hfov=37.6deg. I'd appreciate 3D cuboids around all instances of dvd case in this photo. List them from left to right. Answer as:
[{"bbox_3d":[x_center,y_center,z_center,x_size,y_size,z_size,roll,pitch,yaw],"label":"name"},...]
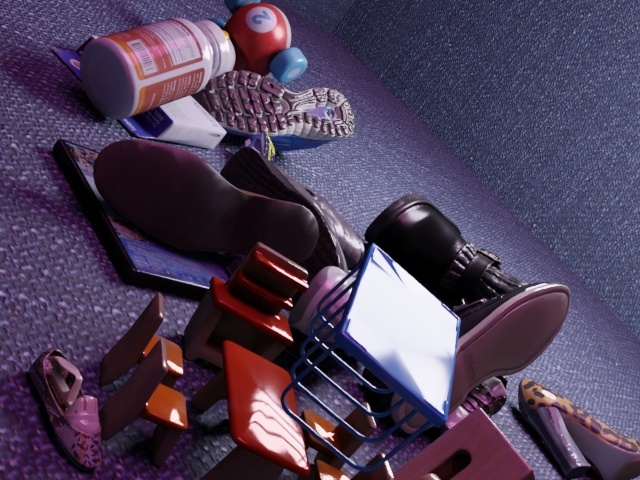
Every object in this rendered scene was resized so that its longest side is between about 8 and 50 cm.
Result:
[{"bbox_3d":[-0.213,-0.022,1.157,0.180,0.022,0.253,19,27,-48],"label":"dvd case"}]

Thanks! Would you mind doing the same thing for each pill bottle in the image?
[{"bbox_3d":[-0.243,-0.267,1.421,0.121,0.121,0.216,44,44,16],"label":"pill bottle"}]

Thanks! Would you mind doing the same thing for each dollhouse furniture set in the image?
[{"bbox_3d":[-0.061,0.125,0.905,0.262,0.135,0.259,32,19,-25],"label":"dollhouse furniture set"}]

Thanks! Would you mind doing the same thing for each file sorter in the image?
[{"bbox_3d":[0.046,0.107,0.868,0.118,0.104,0.170,41,28,-9],"label":"file sorter"}]

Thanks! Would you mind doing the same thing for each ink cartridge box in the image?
[{"bbox_3d":[-0.287,-0.241,1.522,0.223,0.045,0.224,45,18,17],"label":"ink cartridge box"}]

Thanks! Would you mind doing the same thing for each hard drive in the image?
[{"bbox_3d":[-0.058,0.088,1.165,0.135,0.022,0.094,53,7,35],"label":"hard drive"}]

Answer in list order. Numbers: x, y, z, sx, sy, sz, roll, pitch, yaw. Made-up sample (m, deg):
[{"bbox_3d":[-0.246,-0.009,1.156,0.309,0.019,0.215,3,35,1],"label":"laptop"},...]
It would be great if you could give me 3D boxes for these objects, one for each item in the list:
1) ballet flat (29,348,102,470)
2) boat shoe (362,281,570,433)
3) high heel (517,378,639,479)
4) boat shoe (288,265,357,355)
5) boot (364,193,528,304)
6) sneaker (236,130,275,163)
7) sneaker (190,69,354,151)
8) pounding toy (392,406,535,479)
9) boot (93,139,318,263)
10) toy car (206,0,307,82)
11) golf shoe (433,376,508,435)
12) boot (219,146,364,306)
[{"bbox_3d":[-0.202,0.131,0.760,0.041,0.041,0.114,16,29,-53],"label":"ballet flat"},{"bbox_3d":[0.196,0.135,1.270,0.113,0.340,0.127,28,-40,44],"label":"boat shoe"},{"bbox_3d":[0.446,0.309,1.568,0.261,0.093,0.186,13,36,-39],"label":"high heel"},{"bbox_3d":[0.063,0.101,1.206,0.103,0.118,0.320,35,4,20],"label":"boat shoe"},{"bbox_3d":[0.254,0.052,1.767,0.260,0.131,0.348,49,19,29],"label":"boot"},{"bbox_3d":[-0.114,-0.130,1.605,0.144,0.059,0.053,-86,158,-54],"label":"sneaker"},{"bbox_3d":[-0.102,-0.218,1.752,0.330,0.147,0.130,7,66,-34],"label":"sneaker"},{"bbox_3d":[0.108,0.248,0.913,0.094,0.181,0.206,50,-7,33],"label":"pounding toy"},{"bbox_3d":[-0.156,-0.040,1.176,0.305,0.112,0.115,22,-6,-34],"label":"boot"},{"bbox_3d":[-0.191,-0.376,1.845,0.238,0.210,0.219,-14,66,-54],"label":"toy car"},{"bbox_3d":[0.205,0.223,1.296,0.077,0.094,0.198,45,19,13],"label":"golf shoe"},{"bbox_3d":[0.000,0.000,1.410,0.222,0.118,0.338,29,23,-46],"label":"boot"}]
